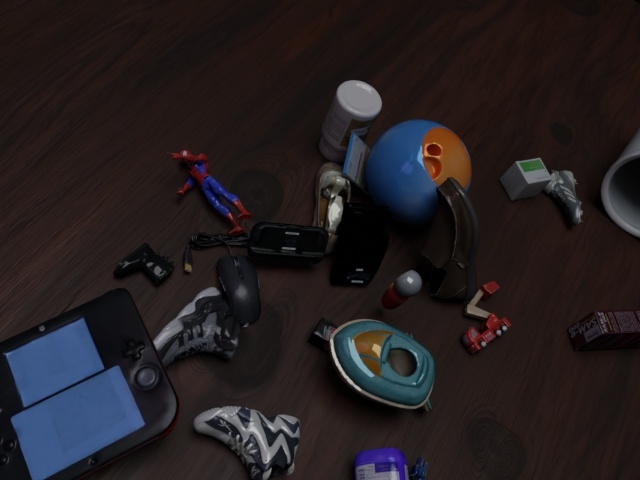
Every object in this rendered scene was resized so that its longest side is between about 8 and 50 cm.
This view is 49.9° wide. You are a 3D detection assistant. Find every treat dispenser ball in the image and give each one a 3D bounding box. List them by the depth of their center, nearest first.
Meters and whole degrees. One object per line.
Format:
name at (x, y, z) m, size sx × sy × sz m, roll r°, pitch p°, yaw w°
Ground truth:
treat dispenser ball at (0.267, -0.186, 1.879) m, size 0.288 × 0.288 × 0.288 m, roll 9°, pitch 57°, yaw -14°

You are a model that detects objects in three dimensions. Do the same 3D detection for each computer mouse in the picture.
computer mouse at (-0.239, 0.079, 1.684) m, size 0.184 × 0.060 × 0.262 m, roll 1°, pitch 59°, yaw -19°

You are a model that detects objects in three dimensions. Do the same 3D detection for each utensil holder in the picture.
utensil holder at (1.117, -0.229, 2.179) m, size 0.328 × 0.327 × 0.385 m, roll 40°, pitch 53°, yaw 8°

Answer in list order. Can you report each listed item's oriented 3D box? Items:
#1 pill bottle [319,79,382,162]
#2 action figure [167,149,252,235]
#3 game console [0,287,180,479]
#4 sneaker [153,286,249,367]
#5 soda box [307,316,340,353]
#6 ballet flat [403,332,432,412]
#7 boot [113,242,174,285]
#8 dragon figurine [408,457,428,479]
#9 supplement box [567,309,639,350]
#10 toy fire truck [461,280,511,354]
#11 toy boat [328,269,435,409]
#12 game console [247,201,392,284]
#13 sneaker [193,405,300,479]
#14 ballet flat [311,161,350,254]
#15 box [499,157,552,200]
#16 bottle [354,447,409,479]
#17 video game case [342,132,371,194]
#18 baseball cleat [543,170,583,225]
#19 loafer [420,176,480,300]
pill bottle at (0.075, -0.327, 1.937) m, size 0.131 × 0.229 × 0.131 m, roll 9°, pitch 57°, yaw -14°
action figure at (-0.306, -0.134, 1.750) m, size 0.139 × 0.091 × 0.280 m, roll -9°, pitch 52°, yaw -46°
game console at (-0.511, 0.311, 1.397) m, size 0.387 × 0.060 × 0.342 m, roll -25°, pitch 70°, yaw -14°
sneaker at (-0.275, 0.235, 1.550) m, size 0.153 × 0.101 × 0.268 m, roll 37°, pitch 56°, yaw 5°
soda box at (0.057, 0.257, 1.674) m, size 0.169 × 0.060 × 0.053 m, roll 31°, pitch 55°, yaw 1°
ballet flat at (0.217, 0.329, 1.692) m, size 0.067 × 0.073 × 0.206 m, roll -15°, pitch 59°, yaw 4°
boot at (-0.418, 0.069, 1.642) m, size 0.099 × 0.045 × 0.121 m, roll 41°, pitch 55°, yaw 5°
dragon figurine at (0.238, 0.626, 1.491) m, size 0.144 × 0.085 × 0.289 m, roll 13°, pitch 52°, yaw -8°
supplement box at (0.825, 0.247, 1.898) m, size 0.240 × 0.130 × 0.073 m, roll 1°, pitch 60°, yaw -20°
toy fire truck at (0.433, 0.205, 1.841) m, size 0.192 × 0.047 × 0.135 m, roll -28°, pitch 71°, yaw -30°
toy boat at (0.162, 0.220, 1.606) m, size 0.268 × 0.148 × 0.318 m, roll 23°, pitch 56°, yaw -8°
game console at (0.000, 0.000, 1.734) m, size 0.361 × 0.213 × 0.044 m, roll 4°, pitch 21°, yaw -17°
sneaker at (-0.156, 0.447, 1.464) m, size 0.235 × 0.094 × 0.153 m, roll 16°, pitch 47°, yaw -21°
ballet flat at (0.038, -0.109, 1.866) m, size 0.108 × 0.106 × 0.316 m, roll 12°, pitch 56°, yaw -12°
box at (0.631, -0.188, 2.117) m, size 0.101 × 0.102 × 0.087 m, roll -11°, pitch 66°, yaw -25°
bottle at (0.136, 0.592, 1.464) m, size 0.118 × 0.092 × 0.282 m, roll -14°, pitch 57°, yaw 17°
video game case at (0.113, -0.210, 1.916) m, size 0.015 × 0.166 × 0.119 m, roll 5°, pitch 75°, yaw 30°
baseball cleat at (0.755, -0.133, 2.157) m, size 0.110 × 0.072 × 0.205 m, roll 4°, pitch 53°, yaw 0°
loafer at (0.326, 0.015, 1.764) m, size 0.130 × 0.365 × 0.134 m, roll -13°, pitch 29°, yaw -6°
